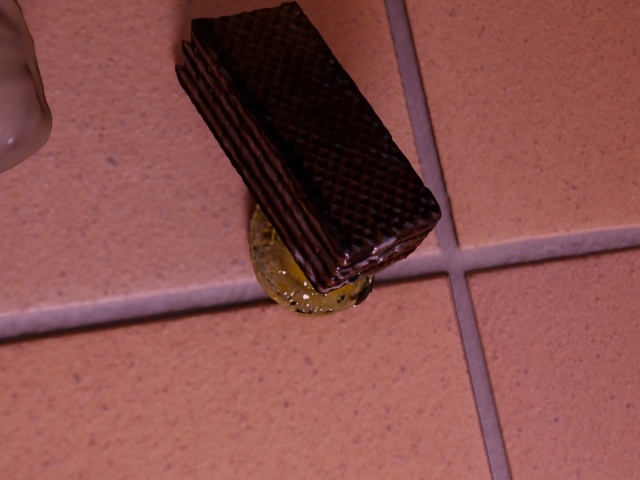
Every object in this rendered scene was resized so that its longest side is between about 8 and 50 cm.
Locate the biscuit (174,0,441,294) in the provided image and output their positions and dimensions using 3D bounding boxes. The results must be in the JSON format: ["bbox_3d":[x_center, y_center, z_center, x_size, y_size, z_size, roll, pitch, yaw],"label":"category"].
[{"bbox_3d":[-0.015,-0.083,0.813,0.106,0.070,0.252,-21,69,-34],"label":"biscuit"}]

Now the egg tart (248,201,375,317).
[{"bbox_3d":[0.000,0.000,0.854,0.130,0.052,0.130,8,73,-27],"label":"egg tart"}]

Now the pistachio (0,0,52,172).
[{"bbox_3d":[-0.278,-0.126,0.669,0.223,0.126,0.152,36,97,-19],"label":"pistachio"}]
